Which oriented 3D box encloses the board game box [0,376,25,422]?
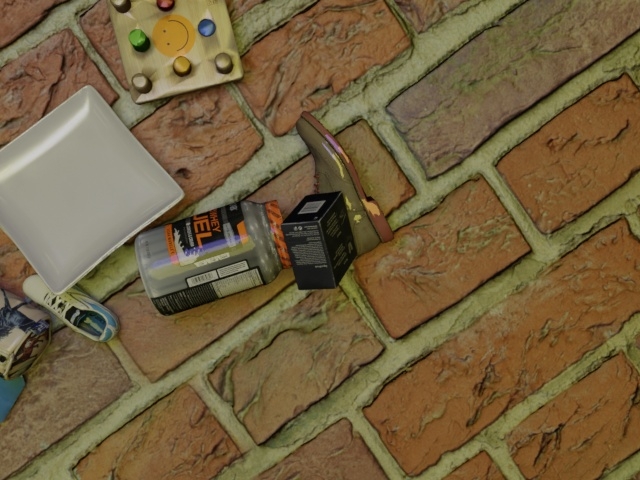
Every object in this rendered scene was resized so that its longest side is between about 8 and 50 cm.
[{"bbox_3d":[-0.744,0.330,1.672,0.133,0.033,0.168,31,93,-8],"label":"board game box"}]

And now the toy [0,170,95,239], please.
[{"bbox_3d":[-0.586,-0.074,1.661,0.237,0.056,0.137,-42,86,-7],"label":"toy"}]

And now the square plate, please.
[{"bbox_3d":[-0.528,-0.112,1.611,0.344,0.049,0.347,-40,80,-9],"label":"square plate"}]

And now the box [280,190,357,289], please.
[{"bbox_3d":[0.000,0.000,1.573,0.093,0.156,0.158,-5,114,23],"label":"box"}]

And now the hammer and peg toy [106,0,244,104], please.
[{"bbox_3d":[-0.325,-0.501,1.630,0.266,0.127,0.361,-14,91,-2],"label":"hammer and peg toy"}]

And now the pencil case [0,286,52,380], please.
[{"bbox_3d":[-0.781,0.133,1.593,0.410,0.183,0.159,32,90,-2],"label":"pencil case"}]

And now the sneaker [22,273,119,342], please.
[{"bbox_3d":[-0.555,0.146,1.651,0.237,0.086,0.085,31,91,-1],"label":"sneaker"}]

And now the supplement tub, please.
[{"bbox_3d":[-0.222,0.030,1.610,0.316,0.193,0.193,-18,91,-3],"label":"supplement tub"}]

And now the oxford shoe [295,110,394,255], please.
[{"bbox_3d":[0.026,-0.121,1.656,0.130,0.123,0.348,-32,91,2],"label":"oxford shoe"}]
